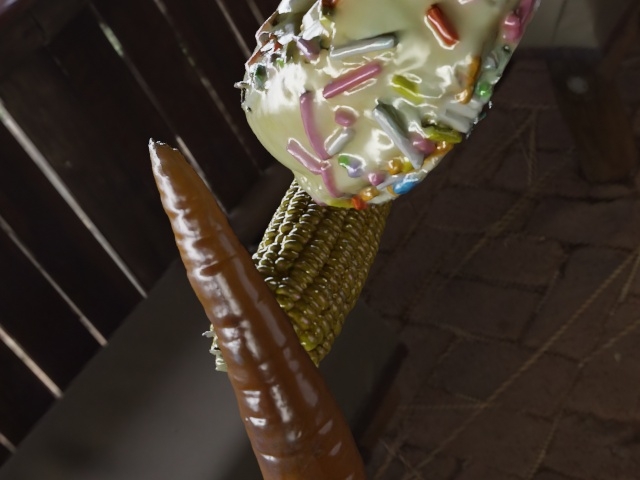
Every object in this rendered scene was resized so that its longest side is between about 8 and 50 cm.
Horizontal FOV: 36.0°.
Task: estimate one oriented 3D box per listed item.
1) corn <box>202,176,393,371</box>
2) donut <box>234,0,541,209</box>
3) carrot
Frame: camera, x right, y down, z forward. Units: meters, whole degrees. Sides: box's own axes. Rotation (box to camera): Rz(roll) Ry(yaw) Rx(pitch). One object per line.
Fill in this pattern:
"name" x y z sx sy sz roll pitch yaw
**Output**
"corn" 0.000 0.000 0.813 0.101 0.101 0.291 -7 36 29
"donut" 0.026 -0.095 0.380 0.174 0.068 0.174 -55 16 25
"carrot" -0.028 0.049 0.445 0.048 0.216 0.048 -19 24 9
